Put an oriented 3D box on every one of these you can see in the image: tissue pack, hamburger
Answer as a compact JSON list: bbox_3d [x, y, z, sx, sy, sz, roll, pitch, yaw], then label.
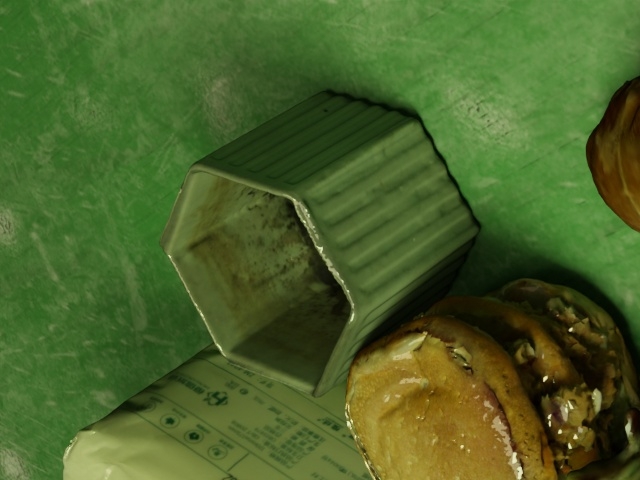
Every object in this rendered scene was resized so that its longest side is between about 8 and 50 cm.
[{"bbox_3d":[-0.027,0.279,1.808,0.380,0.297,0.207,32,133,28],"label":"tissue pack"},{"bbox_3d":[0.151,0.163,1.620,0.245,0.211,0.260,20,124,40],"label":"hamburger"}]

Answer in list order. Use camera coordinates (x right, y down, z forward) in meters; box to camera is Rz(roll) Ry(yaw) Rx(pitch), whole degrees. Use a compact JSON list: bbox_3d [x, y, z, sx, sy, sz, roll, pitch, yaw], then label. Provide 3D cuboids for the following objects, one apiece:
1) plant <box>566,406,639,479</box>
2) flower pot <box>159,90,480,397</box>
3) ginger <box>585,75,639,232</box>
[{"bbox_3d":[0.309,0.264,1.544,0.180,0.333,0.251,37,103,28],"label":"plant"},{"bbox_3d":[0.000,0.000,1.681,0.209,0.190,0.239,-23,97,50],"label":"flower pot"},{"bbox_3d":[0.341,-0.021,1.369,0.357,0.152,0.274,31,153,28],"label":"ginger"}]
